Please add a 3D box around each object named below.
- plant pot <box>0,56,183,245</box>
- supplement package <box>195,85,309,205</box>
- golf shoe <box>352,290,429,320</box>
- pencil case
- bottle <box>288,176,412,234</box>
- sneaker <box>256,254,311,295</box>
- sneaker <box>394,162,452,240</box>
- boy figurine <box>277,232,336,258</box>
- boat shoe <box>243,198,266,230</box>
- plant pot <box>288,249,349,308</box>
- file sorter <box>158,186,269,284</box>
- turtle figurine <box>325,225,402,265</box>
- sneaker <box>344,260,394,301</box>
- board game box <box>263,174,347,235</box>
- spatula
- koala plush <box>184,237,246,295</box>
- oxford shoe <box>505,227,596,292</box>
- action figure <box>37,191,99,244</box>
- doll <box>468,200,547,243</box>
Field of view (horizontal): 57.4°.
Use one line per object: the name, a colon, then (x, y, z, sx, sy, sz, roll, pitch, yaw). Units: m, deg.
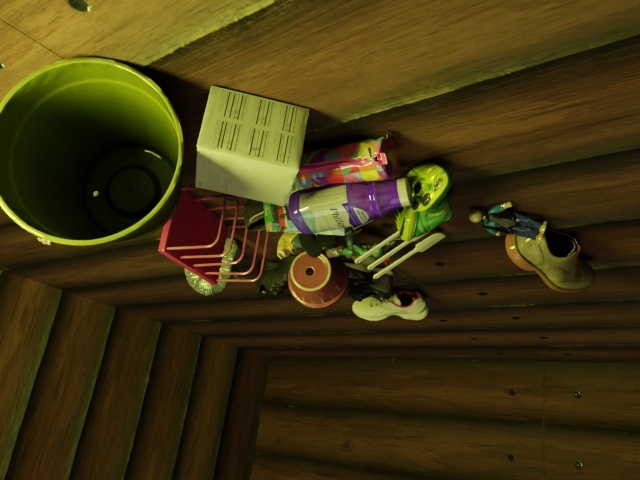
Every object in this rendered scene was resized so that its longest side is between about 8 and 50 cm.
plant pot: (-0.453, -0.144, 1.269, 0.366, 0.366, 0.353, 9, 170, -2)
supplement package: (-0.148, -0.193, 1.235, 0.203, 0.149, 0.194, 12, 159, -9)
golf shoe: (0.267, 0.242, 2.296, 0.306, 0.115, 0.140, -5, 146, 16)
pencil case: (0.058, -0.171, 1.288, 0.236, 0.104, 0.104, -5, 155, 32)
bottle: (0.070, -0.087, 1.369, 0.283, 0.092, 0.118, -10, 147, 18)
sneaker: (-0.133, 0.133, 2.115, 0.109, 0.130, 0.286, 25, 153, -31)
sneaker: (0.263, -0.101, 1.420, 0.123, 0.109, 0.295, -16, 159, -14)
boy figurine: (-0.055, 0.000, 1.706, 0.092, 0.177, 0.285, 57, 163, -8)
boat shoe: (-0.062, -0.077, 1.580, 0.335, 0.095, 0.112, -3, 156, 29)
plant pot: (-0.015, 0.113, 1.882, 0.201, 0.201, 0.180, 5, 167, 10)
file sorter: (-0.293, -0.012, 1.698, 0.182, 0.202, 0.290, -2, 157, 22)
turtle figurine: (0.127, 0.019, 1.745, 0.175, 0.118, 0.234, 23, 161, -34)
sneaker: (0.114, 0.149, 2.063, 0.283, 0.124, 0.107, 6, 159, 7)
board game box: (-0.041, -0.095, 1.480, 0.211, 0.039, 0.160, 2, 117, 13)
spatula: (0.220, 0.016, 1.649, 0.242, 0.019, 0.168, -34, 142, 15)
koala plush: (-0.368, 0.101, 2.073, 0.196, 0.203, 0.221, 6, 171, 7)
oxford shoe: (0.670, 0.056, 1.609, 0.348, 0.123, 0.130, 20, 151, -30)
action figure: (-0.688, -0.141, 1.640, 0.370, 0.248, 0.276, 8, -154, 37)
doll: (0.474, -0.049, 1.489, 0.189, 0.046, 0.129, 15, 143, 17)
